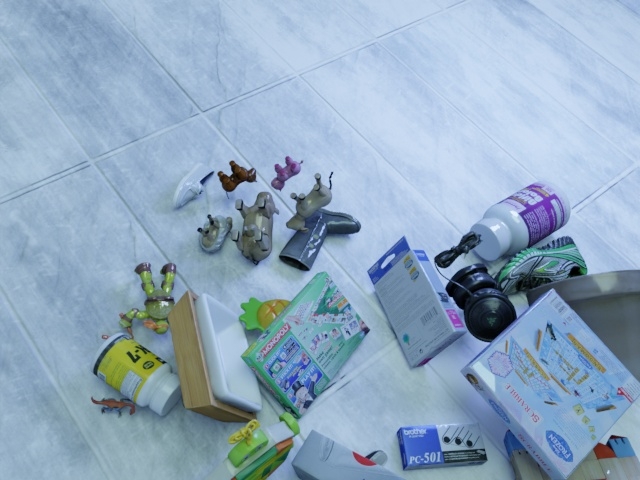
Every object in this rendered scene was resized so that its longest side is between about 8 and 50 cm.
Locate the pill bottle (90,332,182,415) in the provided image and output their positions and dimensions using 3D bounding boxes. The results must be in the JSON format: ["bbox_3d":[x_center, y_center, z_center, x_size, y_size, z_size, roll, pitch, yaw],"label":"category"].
[{"bbox_3d":[-0.435,0.324,1.492,0.209,0.119,0.119,31,57,11],"label":"pill bottle"}]

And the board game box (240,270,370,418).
[{"bbox_3d":[-0.029,0.261,1.583,0.317,0.046,0.213,-46,107,-32],"label":"board game box"}]

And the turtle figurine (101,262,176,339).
[{"bbox_3d":[-0.437,0.162,1.620,0.270,0.087,0.217,-7,58,-14],"label":"turtle figurine"}]

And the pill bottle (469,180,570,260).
[{"bbox_3d":[0.607,-0.056,1.900,0.302,0.169,0.169,-27,64,-26],"label":"pill bottle"}]

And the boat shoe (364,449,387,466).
[{"bbox_3d":[0.104,0.546,1.483,0.125,0.038,0.046,-36,93,-17],"label":"boat shoe"}]

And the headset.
[{"bbox_3d":[0.440,0.140,1.630,0.394,0.185,0.243,40,16,-30],"label":"headset"}]

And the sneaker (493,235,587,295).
[{"bbox_3d":[0.652,0.096,1.825,0.344,0.134,0.146,-18,61,-21],"label":"sneaker"}]

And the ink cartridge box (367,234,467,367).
[{"bbox_3d":[0.254,0.161,1.680,0.065,0.186,0.311,0,53,-40],"label":"ink cartridge box"}]

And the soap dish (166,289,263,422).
[{"bbox_3d":[-0.256,0.289,1.490,0.118,0.229,0.290,-24,59,9],"label":"soap dish"}]

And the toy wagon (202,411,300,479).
[{"bbox_3d":[-0.159,0.470,1.301,0.267,0.344,0.068,-32,68,-27],"label":"toy wagon"}]

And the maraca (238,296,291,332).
[{"bbox_3d":[-0.123,0.205,1.632,0.186,0.099,0.127,14,41,-11],"label":"maraca"}]

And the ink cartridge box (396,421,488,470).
[{"bbox_3d":[0.300,0.510,1.536,0.207,0.046,0.097,-1,55,-10],"label":"ink cartridge box"}]

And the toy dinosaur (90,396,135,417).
[{"bbox_3d":[-0.484,0.396,1.468,0.082,0.090,0.047,-7,69,23],"label":"toy dinosaur"}]

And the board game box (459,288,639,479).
[{"bbox_3d":[0.550,0.331,1.468,0.318,0.066,0.318,-35,78,-22],"label":"board game box"}]

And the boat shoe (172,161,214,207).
[{"bbox_3d":[-0.381,-0.162,1.871,0.063,0.066,0.184,23,46,7],"label":"boat shoe"}]

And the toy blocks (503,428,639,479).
[{"bbox_3d":[0.614,0.567,1.490,0.382,0.190,0.261,-5,44,-2],"label":"toy blocks"}]

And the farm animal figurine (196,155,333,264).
[{"bbox_3d":[-0.150,-0.077,1.783,0.330,0.172,0.326,15,71,20],"label":"farm animal figurine"}]

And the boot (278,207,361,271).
[{"bbox_3d":[0.001,0.002,1.814,0.190,0.076,0.208,13,47,16],"label":"boot"}]

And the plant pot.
[{"bbox_3d":[0.743,0.251,1.661,0.323,0.323,0.280,-2,73,-11],"label":"plant pot"}]

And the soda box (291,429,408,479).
[{"bbox_3d":[0.080,0.542,1.391,0.286,0.091,0.098,20,56,29],"label":"soda box"}]
